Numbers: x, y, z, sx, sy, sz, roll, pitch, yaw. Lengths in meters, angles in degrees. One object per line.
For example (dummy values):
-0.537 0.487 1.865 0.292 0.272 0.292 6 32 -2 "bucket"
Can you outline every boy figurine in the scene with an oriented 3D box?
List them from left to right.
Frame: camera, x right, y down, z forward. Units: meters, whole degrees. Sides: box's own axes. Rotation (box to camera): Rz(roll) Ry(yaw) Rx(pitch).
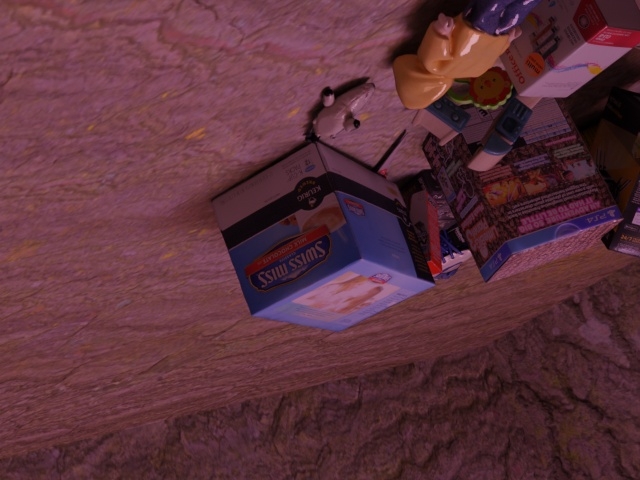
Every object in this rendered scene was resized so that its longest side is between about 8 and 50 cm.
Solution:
0.210 -0.288 1.442 0.177 0.092 0.285 -9 159 -39 "boy figurine"

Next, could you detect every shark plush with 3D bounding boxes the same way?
0.028 -0.187 1.586 0.067 0.073 0.161 -48 176 -38 "shark plush"

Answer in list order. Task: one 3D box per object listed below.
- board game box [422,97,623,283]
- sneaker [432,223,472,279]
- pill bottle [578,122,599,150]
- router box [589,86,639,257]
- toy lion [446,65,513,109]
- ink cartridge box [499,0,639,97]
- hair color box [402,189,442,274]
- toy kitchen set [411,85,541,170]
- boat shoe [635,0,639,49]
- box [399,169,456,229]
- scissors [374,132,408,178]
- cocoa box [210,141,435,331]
0.357 -0.106 1.835 0.232 0.291 0.141 -17 162 -17 "board game box"
0.258 0.027 2.428 0.316 0.127 0.182 -18 160 -39 "sneaker"
0.636 -0.167 2.161 0.334 0.187 0.188 -25 163 14 "pill bottle"
0.580 -0.134 1.913 0.081 0.242 0.309 14 -160 -4 "router box"
0.248 -0.246 1.605 0.100 0.096 0.034 -24 163 5 "toy lion"
0.362 -0.309 1.504 0.127 0.128 0.176 -6 156 -42 "ink cartridge box"
0.181 -0.007 1.989 0.093 0.167 0.053 -19 141 25 "hair color box"
0.279 -0.246 1.710 0.207 0.166 0.122 -56 -177 -32 "toy kitchen set"
0.512 -0.391 1.512 0.095 0.112 0.335 -41 168 -2 "boat shoe"
0.244 -0.083 2.157 0.231 0.056 0.183 -5 156 -43 "box"
0.103 -0.121 1.924 0.109 0.021 0.297 -18 164 -10 "scissors"
0.015 0.009 1.817 0.231 0.227 0.347 -28 160 20 "cocoa box"
